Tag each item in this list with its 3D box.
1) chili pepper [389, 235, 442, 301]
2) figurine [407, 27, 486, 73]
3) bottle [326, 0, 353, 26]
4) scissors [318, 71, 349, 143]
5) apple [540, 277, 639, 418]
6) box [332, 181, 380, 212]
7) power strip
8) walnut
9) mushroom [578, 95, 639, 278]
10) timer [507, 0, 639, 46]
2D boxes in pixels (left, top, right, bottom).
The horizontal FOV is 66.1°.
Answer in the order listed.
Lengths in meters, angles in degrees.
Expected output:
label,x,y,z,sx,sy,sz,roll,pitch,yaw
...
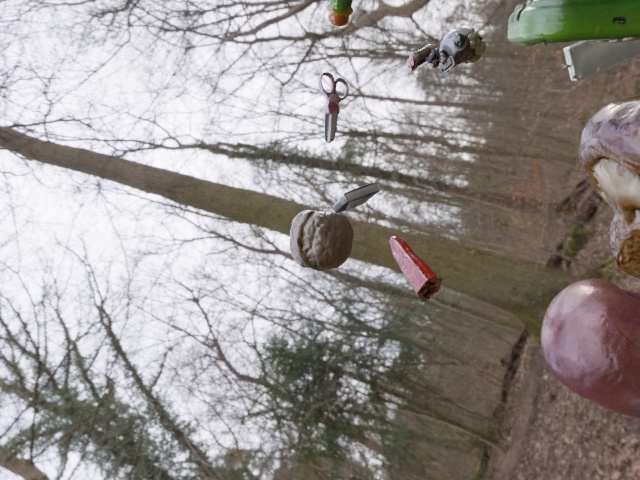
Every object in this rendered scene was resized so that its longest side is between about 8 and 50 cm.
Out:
label,x,y,z,sx,sy,sz,roll,pitch,yaw
chili pepper,0.211,0.052,1.156,0.064,0.169,0.088,-24,-34,-13
figurine,0.314,-0.460,1.216,0.197,0.094,0.147,-30,-8,-8
bottle,0.040,-0.430,0.765,0.069,0.069,0.187,-53,-19,-40
scissors,0.037,-0.440,1.643,0.118,0.030,0.242,13,-104,-32
apple,0.622,0.218,1.019,0.305,0.305,0.235,-3,-66,-62
box,0.111,-0.132,1.546,0.177,0.115,0.036,141,109,-78
power strip,0.876,-0.572,1.421,0.043,0.367,0.106,-89,-24,-73
walnut,0.001,0.000,1.814,0.248,0.248,0.248,-33,-51,-54
mushroom,0.593,-0.073,0.840,0.260,0.345,0.345,-52,-26,9
timer,0.253,-0.214,0.474,0.140,0.128,0.047,-65,-26,-67
